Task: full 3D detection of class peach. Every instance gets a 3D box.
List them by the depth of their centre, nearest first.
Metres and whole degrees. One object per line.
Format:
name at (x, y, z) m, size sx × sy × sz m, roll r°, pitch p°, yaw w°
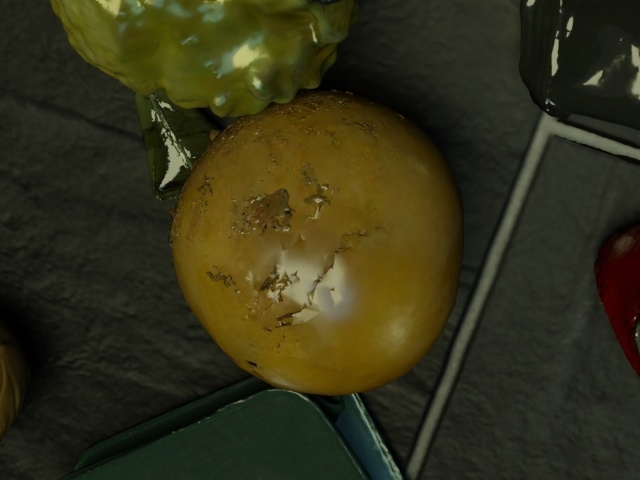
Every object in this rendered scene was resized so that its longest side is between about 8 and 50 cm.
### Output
peach at (0.284, 0.063, 0.820) m, size 0.127 × 0.092 × 0.172 m, roll -4°, pitch 106°, yaw 12°

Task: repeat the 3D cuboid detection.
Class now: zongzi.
zongzi at (-0.095, -0.094, 0.887) m, size 0.113 × 0.052 × 0.104 m, roll -10°, pitch 100°, yaw 1°

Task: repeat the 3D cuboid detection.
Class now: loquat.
loquat at (0.000, 0.000, 0.792) m, size 0.235 × 0.235 × 0.234 m, roll 5°, pitch 110°, yaw 12°

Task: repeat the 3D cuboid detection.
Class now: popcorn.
popcorn at (-0.072, -0.205, 0.733) m, size 0.249 × 0.225 × 0.249 m, roll -15°, pitch 133°, yaw -17°

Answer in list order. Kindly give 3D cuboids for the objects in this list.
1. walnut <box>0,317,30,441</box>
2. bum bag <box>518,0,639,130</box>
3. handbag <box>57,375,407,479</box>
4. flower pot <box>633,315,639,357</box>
walnut at (-0.369, 0.143, 0.978) m, size 0.197 × 0.165 × 0.165 m, roll -32°, pitch 99°, yaw 30°
bum bag at (0.284, -0.122, 0.761) m, size 0.326 × 0.080 × 0.142 m, roll 24°, pitch 104°, yaw 13°
handbag at (-0.082, 0.263, 0.987) m, size 0.327 × 0.089 × 0.238 m, roll -26°, pitch 101°, yaw 20°
flower pot at (0.361, 0.071, 0.743) m, size 0.251 × 0.084 × 0.178 m, roll -24°, pitch 106°, yaw -13°
